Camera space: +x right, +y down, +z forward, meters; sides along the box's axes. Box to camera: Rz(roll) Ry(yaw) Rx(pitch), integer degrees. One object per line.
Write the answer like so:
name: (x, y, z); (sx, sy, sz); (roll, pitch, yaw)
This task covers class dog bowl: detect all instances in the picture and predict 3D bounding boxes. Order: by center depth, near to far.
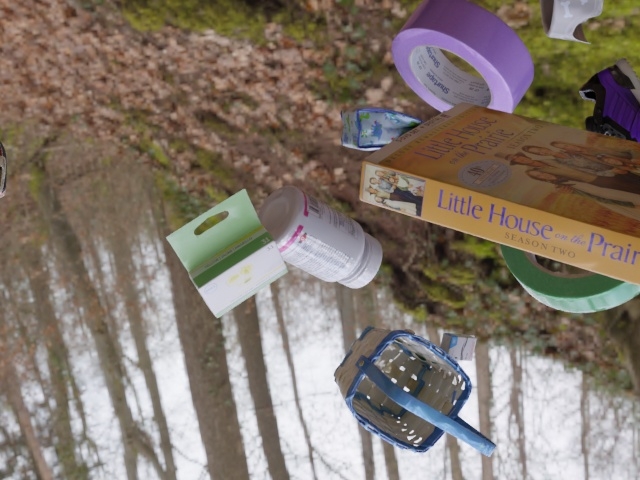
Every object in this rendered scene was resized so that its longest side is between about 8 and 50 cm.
dog bowl: (0.564, -0.620, 1.945); (0.102, 0.349, 0.349); (-2, -163, 8)

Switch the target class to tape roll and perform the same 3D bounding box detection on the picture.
tape roll: (0.515, -0.020, 1.680); (0.321, 0.321, 0.077); (6, 157, 35)
tape roll: (0.278, -0.350, 1.695); (0.274, 0.275, 0.090); (14, -115, 50)

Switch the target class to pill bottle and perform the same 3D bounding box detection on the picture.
pill bottle: (0.000, 0.000, 1.986); (0.283, 0.160, 0.160); (29, 175, -34)

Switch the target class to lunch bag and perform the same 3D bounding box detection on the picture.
lunch bag: (0.127, -0.224, 1.725); (0.151, 0.096, 0.129); (-5, -169, -14)

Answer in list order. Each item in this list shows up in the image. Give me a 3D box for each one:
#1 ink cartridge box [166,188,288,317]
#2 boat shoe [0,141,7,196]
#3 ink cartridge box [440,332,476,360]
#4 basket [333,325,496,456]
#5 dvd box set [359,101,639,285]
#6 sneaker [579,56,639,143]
ink cartridge box: (-0.167, 0.029, 1.593); (0.171, 0.235, 0.056); (-33, -122, -9)
boat shoe: (-0.712, -0.161, 1.875); (0.049, 0.137, 0.043); (-5, 177, -9)
ink cartridge box: (0.277, 0.210, 1.690); (0.083, 0.048, 0.028); (8, -173, -33)
basket: (0.165, 0.282, 1.582); (0.254, 0.201, 0.289); (36, -178, -28)
dvd box set: (0.303, -0.068, 1.062); (0.420, 0.062, 0.307); (19, -150, 28)
sneaker: (0.644, -0.235, 1.818); (0.146, 0.293, 0.102); (-25, 155, 10)
